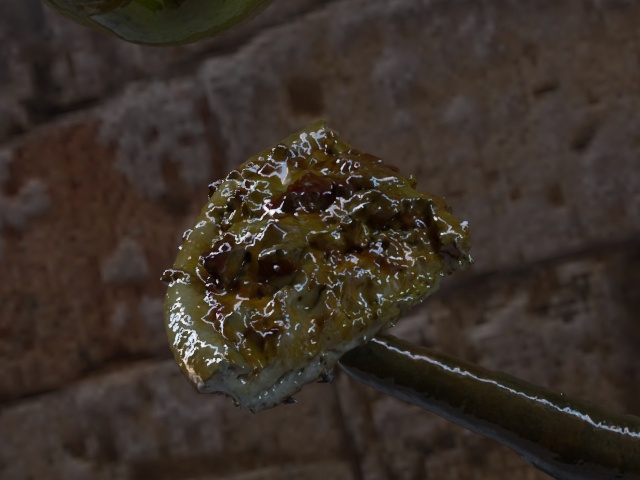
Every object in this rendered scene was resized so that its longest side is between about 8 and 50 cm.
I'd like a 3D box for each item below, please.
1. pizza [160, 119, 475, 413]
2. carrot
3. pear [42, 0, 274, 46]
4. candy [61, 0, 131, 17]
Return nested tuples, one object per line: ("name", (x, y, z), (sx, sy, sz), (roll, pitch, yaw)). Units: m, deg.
("pizza", (0.000, 0.000, 1.320), (0.226, 0.086, 0.335), (-10, 29, 21))
("carrot", (0.156, 0.138, 1.447), (0.342, 0.070, 0.070), (19, 2, 11))
("pear", (-0.137, -0.308, 1.614), (0.294, 0.294, 0.294), (-13, -4, -1))
("candy", (-0.181, -0.257, 1.128), (0.118, 0.260, 0.260), (-39, -3, -3))
